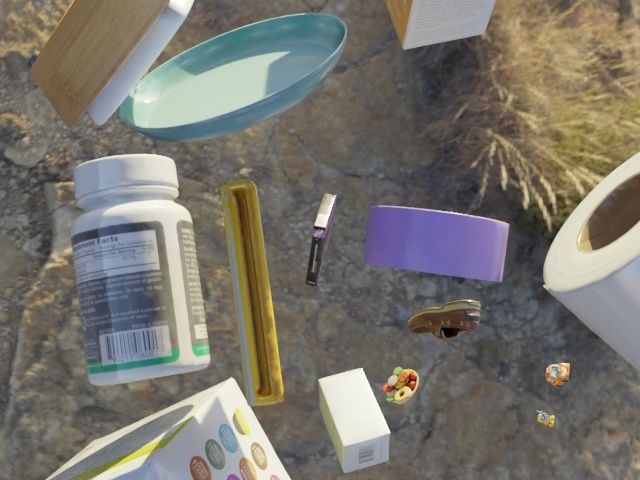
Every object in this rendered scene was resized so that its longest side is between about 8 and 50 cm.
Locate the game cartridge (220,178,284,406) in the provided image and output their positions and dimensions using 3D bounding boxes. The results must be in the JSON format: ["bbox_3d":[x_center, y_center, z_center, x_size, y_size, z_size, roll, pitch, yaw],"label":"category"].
[{"bbox_3d":[-0.089,0.090,1.115,0.053,0.323,0.285,-8,80,-2],"label":"game cartridge"}]

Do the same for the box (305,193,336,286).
[{"bbox_3d":[0.000,0.000,1.623,0.029,0.162,0.116,12,39,5],"label":"box"}]

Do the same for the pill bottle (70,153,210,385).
[{"bbox_3d":[-0.307,0.050,1.315,0.204,0.204,0.361,-3,82,-36],"label":"pill bottle"}]

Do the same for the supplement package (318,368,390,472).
[{"bbox_3d":[0.070,0.381,1.668,0.105,0.179,0.105,-13,134,-11],"label":"supplement package"}]

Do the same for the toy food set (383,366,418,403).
[{"bbox_3d":[0.171,0.309,1.668,0.020,0.083,0.083,45,66,-32],"label":"toy food set"}]

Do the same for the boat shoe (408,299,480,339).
[{"bbox_3d":[0.230,0.158,1.480,0.064,0.178,0.060,13,67,-32],"label":"boat shoe"}]

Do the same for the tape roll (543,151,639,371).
[{"bbox_3d":[0.406,0.019,0.908,0.169,0.246,0.246,41,62,-8],"label":"tape roll"}]

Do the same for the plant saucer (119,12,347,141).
[{"bbox_3d":[-0.111,-0.214,1.036,0.317,0.318,0.043,-44,128,-31],"label":"plant saucer"}]

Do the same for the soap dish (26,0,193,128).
[{"bbox_3d":[-0.252,-0.308,1.012,0.118,0.229,0.291,33,35,-24],"label":"soap dish"}]

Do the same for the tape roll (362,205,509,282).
[{"bbox_3d":[0.155,0.006,1.056,0.189,0.189,0.080,8,90,-35],"label":"tape roll"}]

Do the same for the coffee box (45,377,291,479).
[{"bbox_3d":[-0.255,0.487,1.296,0.337,0.338,0.334,62,18,-3],"label":"coffee box"}]

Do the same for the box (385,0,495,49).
[{"bbox_3d":[0.208,-0.528,1.336,0.168,0.345,0.215,-13,67,-8],"label":"box"}]

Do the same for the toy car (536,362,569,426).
[{"bbox_3d":[0.438,0.290,1.483,0.041,0.060,0.122,15,79,0],"label":"toy car"}]
